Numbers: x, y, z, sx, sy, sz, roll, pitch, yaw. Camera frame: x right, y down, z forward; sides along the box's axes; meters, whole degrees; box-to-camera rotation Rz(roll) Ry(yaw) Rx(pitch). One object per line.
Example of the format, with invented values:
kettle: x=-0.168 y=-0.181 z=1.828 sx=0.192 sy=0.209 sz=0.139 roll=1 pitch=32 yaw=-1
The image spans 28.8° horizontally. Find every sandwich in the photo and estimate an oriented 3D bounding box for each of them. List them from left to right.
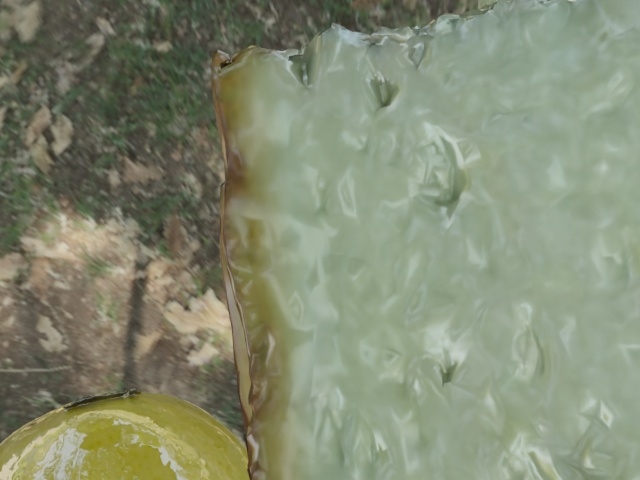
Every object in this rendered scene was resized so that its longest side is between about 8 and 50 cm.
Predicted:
sandwich: x=0.137 y=0.057 z=0.331 sx=0.325 sy=0.131 sz=0.262 roll=-9 pitch=83 yaw=19

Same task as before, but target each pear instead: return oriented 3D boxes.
pear: x=-0.158 y=0.280 z=1.018 sx=0.309 sy=0.309 sz=0.309 roll=-1 pitch=79 yaw=4

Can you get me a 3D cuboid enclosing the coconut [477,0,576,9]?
coconut: x=0.287 y=-0.308 z=1.572 sx=0.194 sy=0.194 sz=0.194 roll=-1 pitch=79 yaw=4
